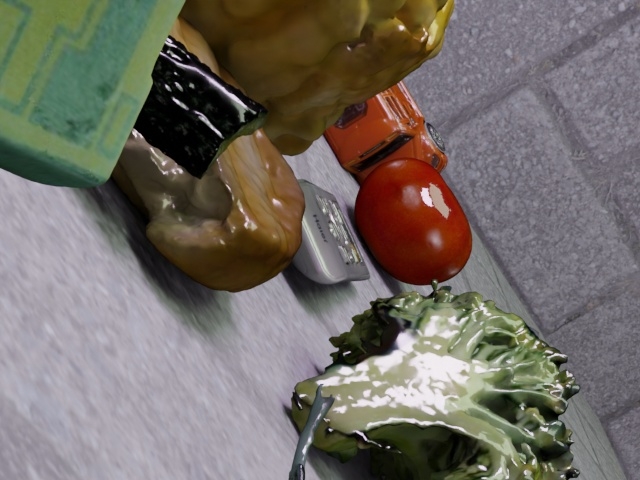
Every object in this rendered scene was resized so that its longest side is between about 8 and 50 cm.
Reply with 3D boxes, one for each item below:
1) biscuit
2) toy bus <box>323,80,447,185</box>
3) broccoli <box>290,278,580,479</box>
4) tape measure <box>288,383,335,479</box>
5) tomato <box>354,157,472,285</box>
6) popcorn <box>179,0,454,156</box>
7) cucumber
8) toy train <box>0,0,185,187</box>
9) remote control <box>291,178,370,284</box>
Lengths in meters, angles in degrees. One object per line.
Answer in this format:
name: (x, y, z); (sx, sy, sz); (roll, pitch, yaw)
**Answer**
biscuit: (-0.103, -0.074, 1.082); (0.213, 0.091, 0.274); (34, 25, -60)
toy bus: (0.055, -0.216, 2.131); (0.329, 0.143, 0.153); (60, 20, 4)
broccoli: (0.078, 0.170, 1.200); (0.242, 0.273, 0.180); (54, -38, 30)
tape measure: (0.031, 0.246, 0.801); (0.164, 0.084, 0.330); (50, 14, -49)
tomato: (0.127, -0.024, 1.903); (0.195, 0.136, 0.195); (58, 8, -13)
popcorn: (-0.047, -0.278, 1.275); (0.390, 0.354, 0.344); (72, 28, -63)
cucumber: (-0.168, -0.152, 0.928); (0.300, 0.072, 0.072); (39, 15, -12)
toy train: (-0.203, -0.189, 0.618); (0.150, 0.237, 0.369); (22, -3, 40)
remote control: (0.000, 0.000, 1.486); (0.313, 0.055, 0.109); (10, 55, -82)
